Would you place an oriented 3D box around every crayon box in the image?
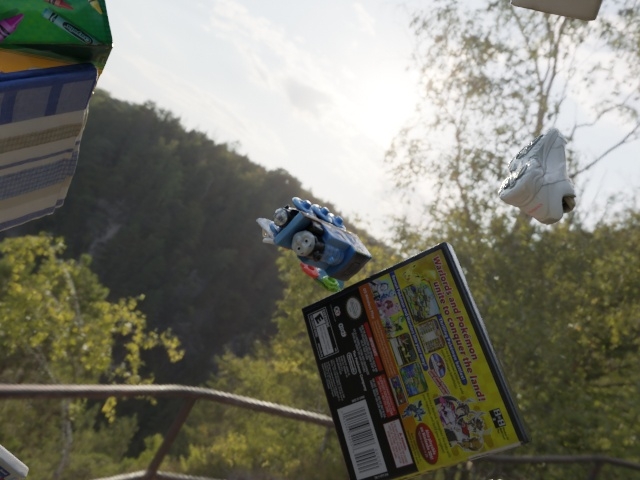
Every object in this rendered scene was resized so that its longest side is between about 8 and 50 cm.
[{"bbox_3d":[-0.387,-0.242,0.726,0.166,0.081,0.278,-11,0,-30],"label":"crayon box"}]

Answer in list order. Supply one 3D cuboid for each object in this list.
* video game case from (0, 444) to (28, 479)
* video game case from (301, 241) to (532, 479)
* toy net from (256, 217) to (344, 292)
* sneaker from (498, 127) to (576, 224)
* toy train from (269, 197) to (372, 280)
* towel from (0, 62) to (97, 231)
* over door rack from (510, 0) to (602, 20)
[{"bbox_3d":[-0.302,0.176,0.416,0.011,0.122,0.087,-108,173,-57],"label":"video game case"},{"bbox_3d":[0.115,0.176,0.764,0.035,0.248,0.274,22,45,-56],"label":"video game case"},{"bbox_3d":[-0.051,0.036,1.162,0.232,0.045,0.122,34,23,6],"label":"toy net"},{"bbox_3d":[0.370,-0.098,0.907,0.115,0.232,0.090,44,-41,-4],"label":"sneaker"},{"bbox_3d":[0.000,0.000,0.857,0.105,0.080,0.184,52,17,30],"label":"toy train"},{"bbox_3d":[-0.399,-0.101,0.695,0.034,0.285,0.209,48,42,9],"label":"towel"},{"bbox_3d":[0.166,-0.329,0.400,0.108,0.239,0.324,9,37,9],"label":"over door rack"}]
